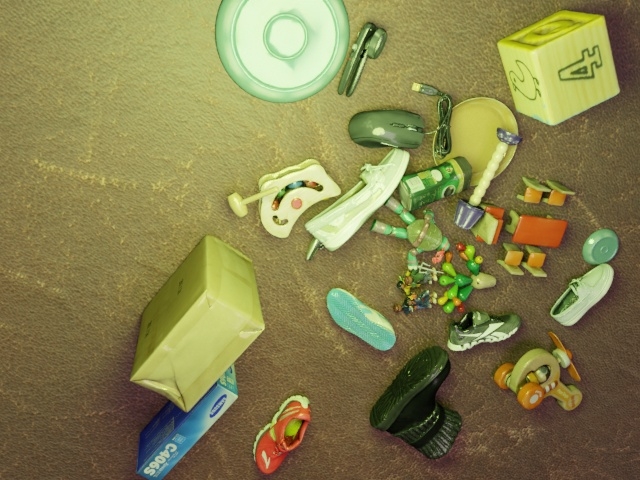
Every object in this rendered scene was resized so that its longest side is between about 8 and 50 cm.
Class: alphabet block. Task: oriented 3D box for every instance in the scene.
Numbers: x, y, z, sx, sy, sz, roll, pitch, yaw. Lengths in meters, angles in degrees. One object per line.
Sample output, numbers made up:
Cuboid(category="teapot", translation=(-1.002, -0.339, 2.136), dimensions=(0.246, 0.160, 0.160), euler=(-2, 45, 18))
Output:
Cuboid(category="alphabet block", translation=(0.578, -0.424, 1.569), dimensions=(0.193, 0.192, 0.197), euler=(-27, 115, -2))

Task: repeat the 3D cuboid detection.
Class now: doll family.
Cuboid(category="doll family", translation=(0.263, 0.148, 1.816), dimensions=(0.111, 0.076, 0.193), euler=(-13, 119, -12))

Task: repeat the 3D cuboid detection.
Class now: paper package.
Cuboid(category="paper package", translation=(-0.301, 0.192, 1.573), dimensions=(0.168, 0.325, 0.309), euler=(36, 103, -23))

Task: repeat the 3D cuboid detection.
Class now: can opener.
Cuboid(category="can opener", translation=(0.090, -0.429, 1.533), dimensions=(0.059, 0.073, 0.186), euler=(18, 118, -27))

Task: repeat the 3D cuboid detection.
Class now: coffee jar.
Cuboid(category="coffee jar", translation=(0.294, -0.146, 1.639), dimensions=(0.184, 0.079, 0.096), euler=(-21, 150, -9))

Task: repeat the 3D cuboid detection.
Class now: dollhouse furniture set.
Cuboid(category="dollhouse furniture set", translation=(0.555, -0.031, 1.765), dimensions=(0.259, 0.135, 0.262), euler=(6, 112, -15))

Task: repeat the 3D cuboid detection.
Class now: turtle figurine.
Cuboid(category="turtle figurine", translation=(0.259, -0.020, 1.704), dimensions=(0.234, 0.118, 0.175), euler=(30, 73, -6))

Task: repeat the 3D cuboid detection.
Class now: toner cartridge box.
Cuboid(category="toner cartridge box", translation=(-0.370, 0.485, 1.774), dimensions=(0.075, 0.165, 0.348), euler=(37, 102, -25))

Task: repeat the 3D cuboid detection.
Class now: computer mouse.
Cuboid(category="computer mouse", translation=(0.206, -0.310, 1.583), dimensions=(0.262, 0.060, 0.184), euler=(9, 83, 0))

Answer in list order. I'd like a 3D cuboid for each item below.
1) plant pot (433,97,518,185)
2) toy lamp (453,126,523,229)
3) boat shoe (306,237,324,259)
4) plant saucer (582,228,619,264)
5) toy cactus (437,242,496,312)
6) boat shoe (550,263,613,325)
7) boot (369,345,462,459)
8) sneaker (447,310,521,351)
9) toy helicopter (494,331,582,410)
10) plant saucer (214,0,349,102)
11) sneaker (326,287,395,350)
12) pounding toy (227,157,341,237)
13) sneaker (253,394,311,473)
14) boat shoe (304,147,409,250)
Cuboid(category="plant pot", translation=(0.403, -0.260, 1.689), dimensions=(0.236, 0.032, 0.236), euler=(-4, 113, -10))
Cuboid(category="toy lamp", translation=(0.431, -0.157, 1.682), dimensions=(0.080, 0.080, 0.274), euler=(20, 105, -20))
Cuboid(category="boat shoe", translation=(0.000, 0.000, 1.709), dimensions=(0.038, 0.046, 0.125), euler=(23, 99, -15))
Cuboid(category="plant saucer", translation=(0.841, 0.024, 1.916), dimensions=(0.119, 0.021, 0.119), euler=(-5, 114, -10))
Cuboid(category="toy cactus", translation=(0.424, 0.113, 1.829), dimensions=(0.181, 0.112, 0.219), euler=(3, 104, -24))
Cuboid(category="boat shoe", translation=(0.781, 0.158, 1.929), dimensions=(0.081, 0.079, 0.227), euler=(26, 109, -26))
Cuboid(category="boot", translation=(0.343, 0.493, 1.949), dimensions=(0.260, 0.131, 0.348), euler=(30, 115, -15))
Cuboid(category="sneaker", translation=(0.484, 0.250, 1.905), dimensions=(0.234, 0.078, 0.106), euler=(-17, 118, -2))
Cuboid(category="toy helicopter", translation=(0.735, 0.440, 2.039), dimensions=(0.355, 0.140, 0.235), euler=(34, 94, -34))
Cuboid(category="plant saucer", translation=(-0.082, -0.472, 1.484), dimensions=(0.318, 0.043, 0.317), euler=(-5, 115, -11))
Cuboid(category="sneaker", translation=(0.110, 0.216, 1.808), dimensions=(0.229, 0.092, 0.087), euler=(41, 103, -5))
Cuboid(category="pounding toy", translation=(-0.079, -0.087, 1.589), dimensions=(0.270, 0.155, 0.154), euler=(-21, 112, -3))
Cuboid(category="sneaker", translation=(-0.115, 0.589, 1.900), dimensions=(0.107, 0.118, 0.279), euler=(21, 107, -19))
Cuboid(category="boat shoe", translation=(0.099, -0.118, 1.632), dimensions=(0.103, 0.118, 0.320), euler=(41, 97, -12))
